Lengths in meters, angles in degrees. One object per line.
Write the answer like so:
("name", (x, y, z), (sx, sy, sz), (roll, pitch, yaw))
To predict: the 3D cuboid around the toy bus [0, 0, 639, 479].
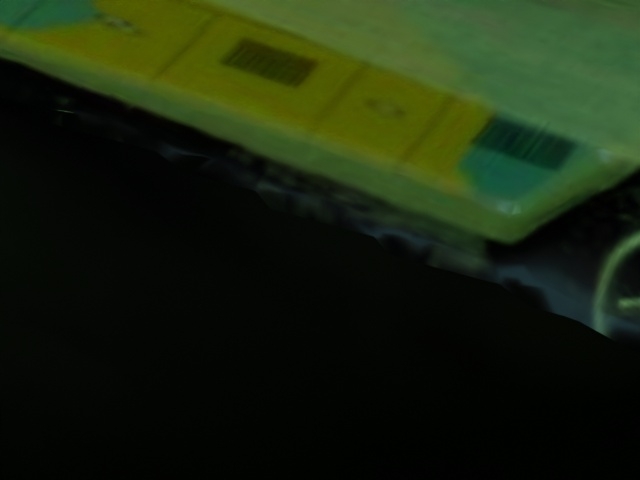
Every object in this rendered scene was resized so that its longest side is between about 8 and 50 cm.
("toy bus", (0.000, 0.000, 0.508), (0.386, 0.171, 0.162), (21, 41, 20))
